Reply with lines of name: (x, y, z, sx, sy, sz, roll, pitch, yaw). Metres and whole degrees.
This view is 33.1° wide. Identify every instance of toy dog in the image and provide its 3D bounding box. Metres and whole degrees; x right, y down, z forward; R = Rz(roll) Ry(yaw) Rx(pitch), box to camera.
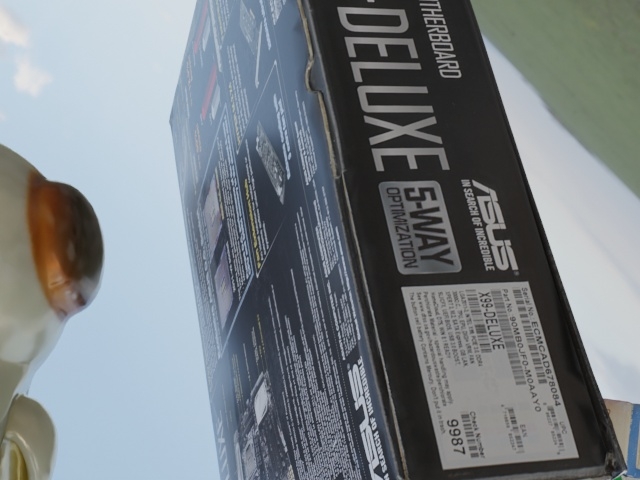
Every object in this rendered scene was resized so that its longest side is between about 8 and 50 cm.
toy dog: (-0.328, 0.105, 0.754, 0.284, 0.408, 0.395, 16, 152, 11)

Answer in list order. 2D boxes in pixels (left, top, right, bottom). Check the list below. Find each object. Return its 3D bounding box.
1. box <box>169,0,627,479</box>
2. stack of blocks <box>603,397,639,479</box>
box: (0.000, 0.000, 0.479, 0.076, 0.242, 0.308, -2, -120, -18)
stack of blocks: (0.176, 0.246, 0.632, 0.171, 0.297, 0.087, 2, 169, 28)
